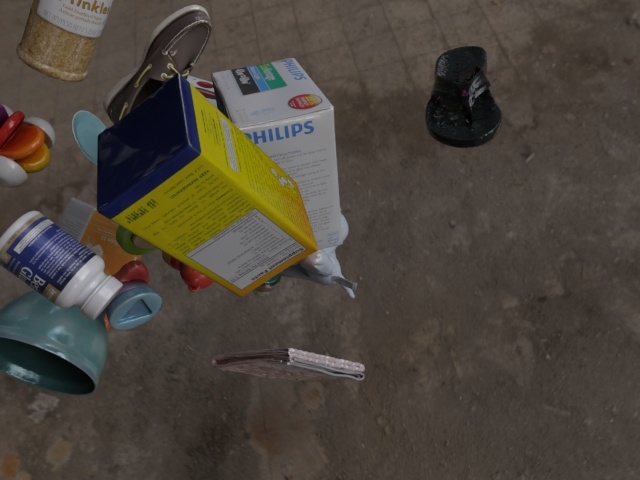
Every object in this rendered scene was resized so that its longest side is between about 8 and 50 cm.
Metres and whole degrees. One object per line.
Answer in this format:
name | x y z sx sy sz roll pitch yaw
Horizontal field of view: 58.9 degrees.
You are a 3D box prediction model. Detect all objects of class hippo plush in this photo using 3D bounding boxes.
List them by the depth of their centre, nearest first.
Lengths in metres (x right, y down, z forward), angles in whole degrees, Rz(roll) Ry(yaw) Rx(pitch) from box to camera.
hippo plush | 0.000 0.000 1.730 0.294 0.234 0.236 16 70 6

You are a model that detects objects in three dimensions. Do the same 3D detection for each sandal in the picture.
sandal | 0.326 -0.370 1.348 0.168 0.107 0.445 -8 41 16

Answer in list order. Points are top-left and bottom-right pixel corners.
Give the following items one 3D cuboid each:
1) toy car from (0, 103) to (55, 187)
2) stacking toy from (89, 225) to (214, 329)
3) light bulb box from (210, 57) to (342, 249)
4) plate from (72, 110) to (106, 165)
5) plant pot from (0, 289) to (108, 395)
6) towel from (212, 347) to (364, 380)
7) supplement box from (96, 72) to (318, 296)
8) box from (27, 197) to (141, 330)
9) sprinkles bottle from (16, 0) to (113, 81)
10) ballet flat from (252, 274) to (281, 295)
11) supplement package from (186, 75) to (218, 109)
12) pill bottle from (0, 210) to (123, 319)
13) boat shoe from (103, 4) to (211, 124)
toy car | -0.617 -0.203 1.090 0.182 0.136 0.159 21 57 -5
stacking toy | -0.398 0.080 1.315 0.309 0.279 0.130 -36 63 -5
light bulb box | -0.107 -0.204 1.392 0.225 0.361 0.358 -14 37 -10
plate | -0.726 -0.319 1.801 0.024 0.188 0.188 -19 56 16
plant pot | -0.642 0.221 1.373 0.293 0.293 0.196 5 52 15
towel | -0.088 0.364 1.631 0.317 0.332 0.053 -13 64 40
supplement box | -0.193 -0.081 1.016 0.194 0.356 0.195 -31 49 16
box | -0.712 0.075 1.749 0.168 0.215 0.345 20 86 41
sprinkles bottle | -0.395 -0.447 0.943 0.121 0.121 0.355 48 119 31
ballet flat | -0.192 0.122 1.890 0.108 0.106 0.316 9 19 -9
supplement package | -0.354 -0.347 1.620 0.203 0.149 0.194 18 47 10
pill bottle | -0.386 0.042 0.845 0.169 0.094 0.094 39 69 -9
boat shoe | -0.335 -0.348 1.203 0.324 0.117 0.096 -41 65 19
